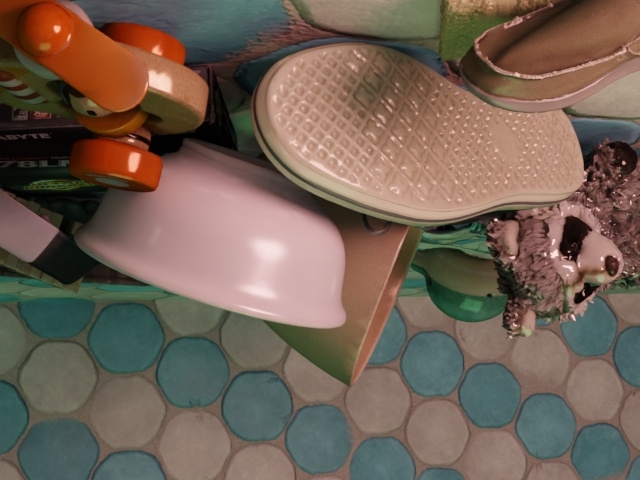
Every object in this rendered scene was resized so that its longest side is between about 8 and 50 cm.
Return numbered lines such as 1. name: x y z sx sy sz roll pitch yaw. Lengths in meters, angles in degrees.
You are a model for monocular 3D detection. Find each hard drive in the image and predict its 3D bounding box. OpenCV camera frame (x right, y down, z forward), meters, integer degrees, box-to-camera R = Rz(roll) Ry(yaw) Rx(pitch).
1. hard drive: -0.363 -0.044 1.069 0.254 0.054 0.172 33 171 10

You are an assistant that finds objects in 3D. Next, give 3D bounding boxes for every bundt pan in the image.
1. bundt pan: -0.412 -0.003 1.552 0.330 0.124 0.331 5 177 0

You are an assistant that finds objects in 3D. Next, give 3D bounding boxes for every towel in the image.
1. towel: 0.162 -0.200 0.935 0.110 0.027 0.148 -4 171 7

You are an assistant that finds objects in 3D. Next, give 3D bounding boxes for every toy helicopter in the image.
1. toy helicopter: -0.264 -0.151 0.825 0.355 0.140 0.235 13 173 -16

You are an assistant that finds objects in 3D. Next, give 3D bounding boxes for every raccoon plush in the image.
1. raccoon plush: 0.294 0.027 1.457 0.299 0.216 0.446 -24 177 -24

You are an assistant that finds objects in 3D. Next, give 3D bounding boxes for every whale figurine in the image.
1. whale figurine: 0.262 0.054 1.902 0.216 0.141 0.272 -1 -154 -17

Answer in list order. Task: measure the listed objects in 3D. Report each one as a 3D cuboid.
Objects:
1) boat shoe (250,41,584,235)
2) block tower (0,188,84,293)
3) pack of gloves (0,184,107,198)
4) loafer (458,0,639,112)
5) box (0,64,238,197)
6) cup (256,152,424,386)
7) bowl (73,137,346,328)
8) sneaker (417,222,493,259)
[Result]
1. boat shoe: 0.103 -0.093 1.104 0.156 0.187 0.500 -19 167 41
2. block tower: -0.442 -0.032 1.273 0.335 0.097 0.091 25 170 -34
3. pack of gloves: -0.362 -0.075 1.477 0.232 0.046 0.195 6 166 -41
4. loafer: 0.232 -0.183 0.841 0.251 0.094 0.087 -20 141 -10
5. box: -0.251 -0.120 1.174 0.295 0.073 0.293 -3 171 -1
6. cup: 0.000 0.000 1.373 0.237 0.331 0.331 22 173 8
7. bowl: -0.093 -0.022 1.052 0.297 0.134 0.298 19 -174 -2
8. sneaker: 0.257 -0.030 1.745 0.283 0.110 0.122 -2 167 -6
